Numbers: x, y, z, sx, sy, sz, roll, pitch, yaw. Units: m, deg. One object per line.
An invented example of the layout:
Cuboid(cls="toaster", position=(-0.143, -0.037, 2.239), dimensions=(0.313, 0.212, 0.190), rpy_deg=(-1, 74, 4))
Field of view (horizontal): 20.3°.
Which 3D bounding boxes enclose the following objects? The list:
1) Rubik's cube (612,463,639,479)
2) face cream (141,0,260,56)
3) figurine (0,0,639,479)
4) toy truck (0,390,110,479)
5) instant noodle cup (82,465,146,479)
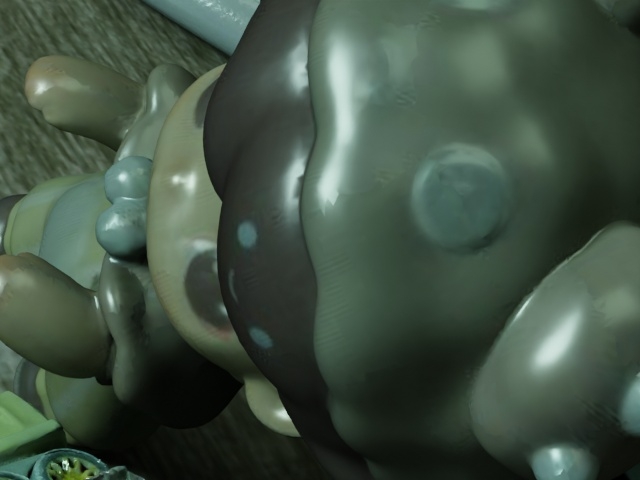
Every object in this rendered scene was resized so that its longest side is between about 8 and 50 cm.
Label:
Cuboid(cls="Rubik's cube", position=(0.229, 0.106, 0.785), dimensions=(0.283, 0.288, 0.293), rpy_deg=(11, 41, -20))
Cuboid(cls="face cream", position=(-0.059, -0.155, 1.117), dimensions=(0.198, 0.057, 0.084), rpy_deg=(33, 36, 8))
Cuboid(cls="figurine", position=(-0.001, 0.000, 0.696), dimensions=(0.203, 0.380, 0.248), rpy_deg=(25, 61, -37))
Cuboid(cls="toy truck", position=(-0.177, 0.113, 0.691), dimensions=(0.116, 0.085, 0.191), rpy_deg=(37, 33, 30))
Cuboid(cls="instant noodle cup", position=(-0.012, 0.188, 0.604), dimensions=(0.207, 0.217, 0.217), rpy_deg=(15, 37, -5))
